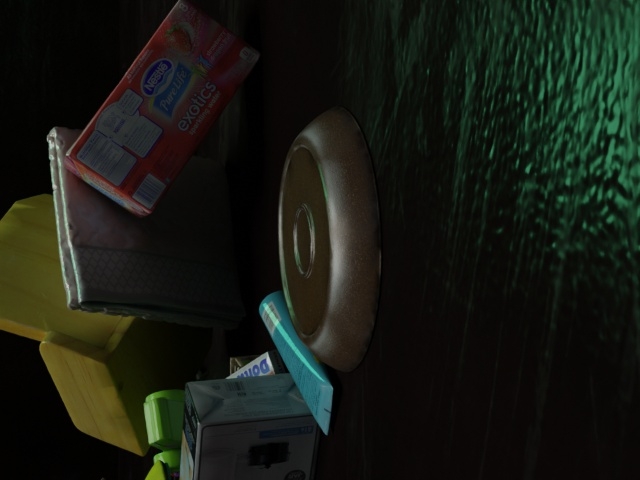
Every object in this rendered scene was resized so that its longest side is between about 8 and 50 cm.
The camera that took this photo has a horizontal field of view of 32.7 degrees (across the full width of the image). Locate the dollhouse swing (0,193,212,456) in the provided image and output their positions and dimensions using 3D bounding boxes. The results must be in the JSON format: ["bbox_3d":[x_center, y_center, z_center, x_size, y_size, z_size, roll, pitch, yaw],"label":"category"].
[{"bbox_3d":[-0.395,0.130,1.853,0.347,0.305,0.315,-66,-27,-45],"label":"dollhouse swing"}]

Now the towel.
[{"bbox_3d":[-0.274,-0.020,1.767,0.053,0.332,0.317,-33,59,40],"label":"towel"}]

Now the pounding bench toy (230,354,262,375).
[{"bbox_3d":[-0.106,0.224,1.658,0.065,0.052,0.083,-146,56,-70],"label":"pounding bench toy"}]

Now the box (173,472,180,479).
[{"bbox_3d":[-0.187,0.341,1.842,0.029,0.116,0.162,-108,23,-51],"label":"box"}]

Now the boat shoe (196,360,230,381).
[{"bbox_3d":[-0.201,0.296,1.929,0.267,0.096,0.088,115,153,-55],"label":"boat shoe"}]

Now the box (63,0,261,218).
[{"bbox_3d":[-0.244,-0.198,1.655,0.300,0.154,0.142,-58,13,-11],"label":"box"}]

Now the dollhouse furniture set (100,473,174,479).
[{"bbox_3d":[-0.300,0.513,2.059,0.135,0.262,0.259,109,-174,-46],"label":"dollhouse furniture set"}]

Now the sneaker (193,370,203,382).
[{"bbox_3d":[-0.277,0.280,2.235,0.232,0.090,0.115,62,144,39],"label":"sneaker"}]

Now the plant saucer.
[{"bbox_3d":[0.000,0.000,1.274,0.310,0.050,0.311,177,90,-75],"label":"plant saucer"}]

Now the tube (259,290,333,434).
[{"bbox_3d":[-0.024,0.146,1.381,0.207,0.052,0.080,-119,23,-48],"label":"tube"}]

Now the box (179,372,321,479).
[{"bbox_3d":[-0.098,0.321,1.441,0.087,0.169,0.290,-121,34,-55],"label":"box"}]

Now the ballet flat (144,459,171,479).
[{"bbox_3d":[-0.223,0.392,1.437,0.077,0.077,0.231,105,155,-45],"label":"ballet flat"}]

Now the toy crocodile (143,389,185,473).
[{"bbox_3d":[-0.188,0.301,1.653,0.340,0.105,0.115,64,-167,-64],"label":"toy crocodile"}]

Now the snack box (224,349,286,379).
[{"bbox_3d":[-0.104,0.217,1.582,0.178,0.022,0.064,-37,69,48],"label":"snack box"}]
